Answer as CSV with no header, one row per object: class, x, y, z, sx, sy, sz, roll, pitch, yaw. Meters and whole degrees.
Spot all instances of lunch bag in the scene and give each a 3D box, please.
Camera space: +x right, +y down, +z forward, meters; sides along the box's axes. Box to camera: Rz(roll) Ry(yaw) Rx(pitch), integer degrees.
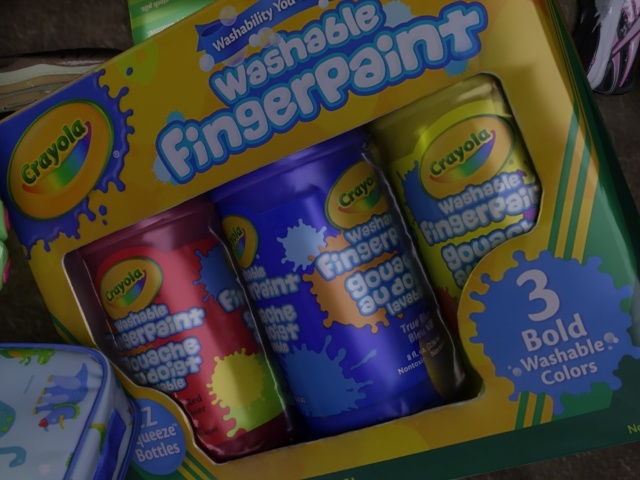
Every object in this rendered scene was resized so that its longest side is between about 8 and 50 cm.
lunch bag,-0.227,0.177,0.555,0.176,0.219,0.090,-3,134,12

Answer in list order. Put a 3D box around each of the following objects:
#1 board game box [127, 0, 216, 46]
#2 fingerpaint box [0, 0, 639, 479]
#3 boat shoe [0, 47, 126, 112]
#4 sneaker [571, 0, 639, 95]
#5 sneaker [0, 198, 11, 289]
board game box,-0.123,-0.255,0.764,0.124,0.039,0.260,-7,94,-6
fingerpaint box,0.000,0.000,0.629,0.444,0.163,0.371,-20,93,24
boat shoe,-0.263,-0.136,0.747,0.189,0.068,0.072,-4,108,2
sneaker,0.307,-0.231,0.822,0.077,0.072,0.178,14,101,-21
sneaker,-0.376,-0.137,0.535,0.185,0.202,0.483,-24,92,32
